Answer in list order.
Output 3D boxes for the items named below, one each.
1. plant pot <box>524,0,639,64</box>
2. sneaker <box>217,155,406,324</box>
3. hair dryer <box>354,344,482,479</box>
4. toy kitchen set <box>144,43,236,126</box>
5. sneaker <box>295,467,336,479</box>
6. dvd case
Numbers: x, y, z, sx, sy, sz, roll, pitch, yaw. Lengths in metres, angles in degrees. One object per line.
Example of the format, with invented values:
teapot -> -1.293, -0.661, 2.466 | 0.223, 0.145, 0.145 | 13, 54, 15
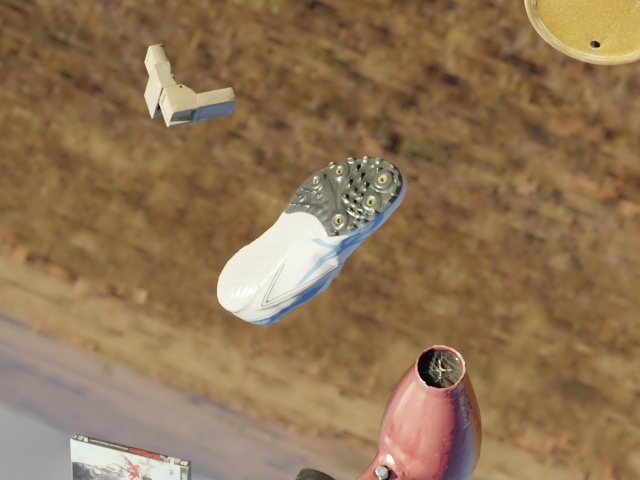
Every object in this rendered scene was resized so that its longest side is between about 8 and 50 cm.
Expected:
plant pot -> 0.260, -0.272, 1.528 | 0.237, 0.254, 0.237 | 14, 142, 11
sneaker -> 0.000, 0.000, 1.772 | 0.086, 0.085, 0.237 | 18, 134, -43
hair dryer -> 0.047, 0.198, 1.390 | 0.080, 0.293, 0.223 | 32, -155, 15
toy kitchen set -> -0.145, -0.163, 1.993 | 0.075, 0.083, 0.068 | -13, 159, -21
sneaker -> 0.026, 0.316, 1.976 | 0.066, 0.071, 0.188 | 0, 146, 50
dvd case -> -0.179, 0.231, 1.745 | 0.119, 0.087, 0.013 | 12, -147, 13
